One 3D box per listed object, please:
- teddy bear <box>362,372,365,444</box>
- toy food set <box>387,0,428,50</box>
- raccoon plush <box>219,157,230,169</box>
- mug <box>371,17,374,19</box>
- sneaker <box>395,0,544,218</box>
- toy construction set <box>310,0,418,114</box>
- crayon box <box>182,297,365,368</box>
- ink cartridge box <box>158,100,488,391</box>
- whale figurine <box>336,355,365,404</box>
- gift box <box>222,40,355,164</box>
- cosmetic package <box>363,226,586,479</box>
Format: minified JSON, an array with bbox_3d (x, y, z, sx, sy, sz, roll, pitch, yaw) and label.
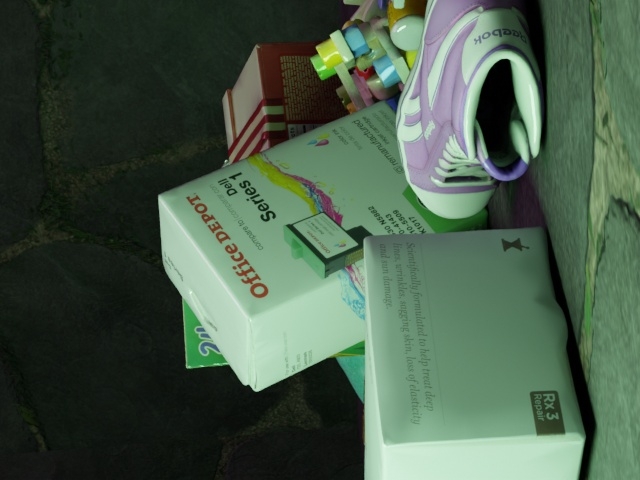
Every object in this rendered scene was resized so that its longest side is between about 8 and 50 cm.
[{"bbox_3d":[0.118,0.233,1.904,0.338,0.113,0.245,115,159,-82],"label":"teddy bear"},{"bbox_3d":[0.102,-0.234,1.297,0.232,0.111,0.104,92,174,-49],"label":"toy food set"},{"bbox_3d":[-0.007,-0.201,2.433,0.446,0.216,0.299,19,-114,-73],"label":"raccoon plush"},{"bbox_3d":[0.092,-0.301,2.147,0.062,0.064,0.078,-105,11,-83],"label":"mug"},{"bbox_3d":[0.123,-0.081,1.279,0.282,0.102,0.161,88,174,-50],"label":"sneaker"},{"bbox_3d":[0.068,-0.205,1.804,0.215,0.151,0.327,60,-162,-24],"label":"toy construction set"},{"bbox_3d":[0.002,0.026,1.736,0.083,0.323,0.203,91,174,-71],"label":"crayon box"},{"bbox_3d":[0.000,0.000,1.587,0.201,0.278,0.117,51,156,36],"label":"ink cartridge box"},{"bbox_3d":[0.090,0.191,2.220,0.216,0.141,0.272,-107,12,-80],"label":"whale figurine"},{"bbox_3d":[0.020,-0.118,2.138,0.258,0.276,0.255,135,135,-68],"label":"gift box"},{"bbox_3d":[0.115,0.193,1.290,0.217,0.156,0.385,-94,0,-45],"label":"cosmetic package"}]
